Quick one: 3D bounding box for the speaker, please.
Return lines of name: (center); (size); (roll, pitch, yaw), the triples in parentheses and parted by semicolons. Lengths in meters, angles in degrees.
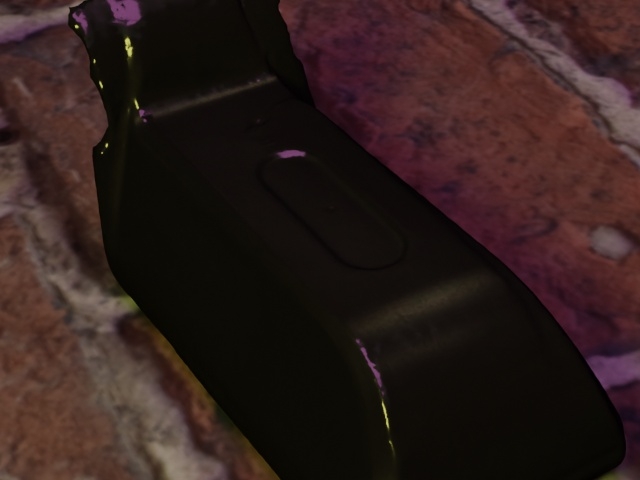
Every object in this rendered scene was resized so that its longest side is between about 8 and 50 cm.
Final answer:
speaker: (0.000, 0.000, 1.057); (0.180, 0.184, 0.388); (-23, 42, -23)
